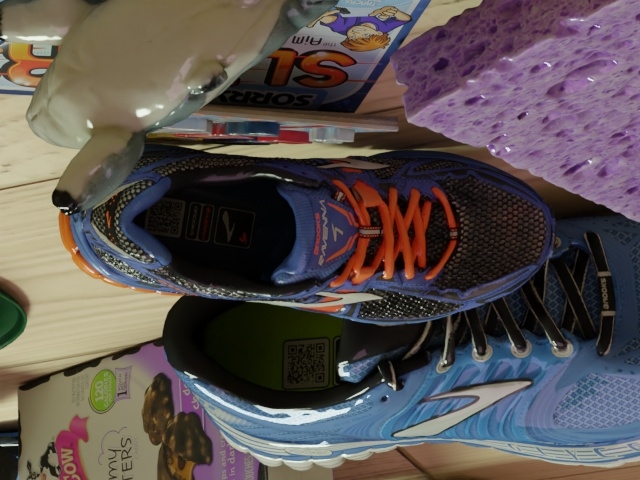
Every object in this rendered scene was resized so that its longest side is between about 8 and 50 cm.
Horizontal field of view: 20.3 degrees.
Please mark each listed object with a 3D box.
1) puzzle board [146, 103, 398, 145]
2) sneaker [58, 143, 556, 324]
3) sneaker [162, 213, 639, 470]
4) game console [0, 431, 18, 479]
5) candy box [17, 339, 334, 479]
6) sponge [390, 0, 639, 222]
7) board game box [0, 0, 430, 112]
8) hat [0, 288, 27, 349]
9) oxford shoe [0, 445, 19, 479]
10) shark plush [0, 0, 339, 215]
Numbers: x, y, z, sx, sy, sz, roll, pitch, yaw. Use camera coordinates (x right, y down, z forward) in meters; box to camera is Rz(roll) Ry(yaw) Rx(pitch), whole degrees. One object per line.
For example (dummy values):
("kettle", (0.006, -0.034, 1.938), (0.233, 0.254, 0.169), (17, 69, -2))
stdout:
("puzzle board", (-0.042, -0.045, 0.706), (0.096, 0.011, 0.128), (1, -179, -29))
("sneaker", (0.000, 0.000, 0.775), (0.221, 0.083, 0.087), (-1, -176, -13))
("sneaker", (0.072, 0.046, 0.883), (0.330, 0.130, 0.147), (-12, 160, 18))
("game console", (-0.117, 0.236, 1.291), (0.173, 0.250, 0.293), (-33, 158, -2))
("candy box", (-0.089, 0.148, 1.060), (0.196, 0.165, 0.070), (-19, 154, 32))
("sponge", (0.129, -0.061, 0.701), (0.117, 0.031, 0.210), (-28, 156, 27))
("board game box", (-0.065, -0.093, 0.620), (0.201, 0.035, 0.136), (1, 158, -16))
("hat", (-0.235, 0.128, 0.948), (0.173, 0.184, 0.208), (-20, 154, 33))
("oxford shoe", (-0.295, 0.143, 1.153), (0.227, 0.083, 0.096), (-19, 129, 42))
("shark plush", (-0.040, -0.075, 0.589), (0.161, 0.073, 0.067), (-35, 171, 24))
